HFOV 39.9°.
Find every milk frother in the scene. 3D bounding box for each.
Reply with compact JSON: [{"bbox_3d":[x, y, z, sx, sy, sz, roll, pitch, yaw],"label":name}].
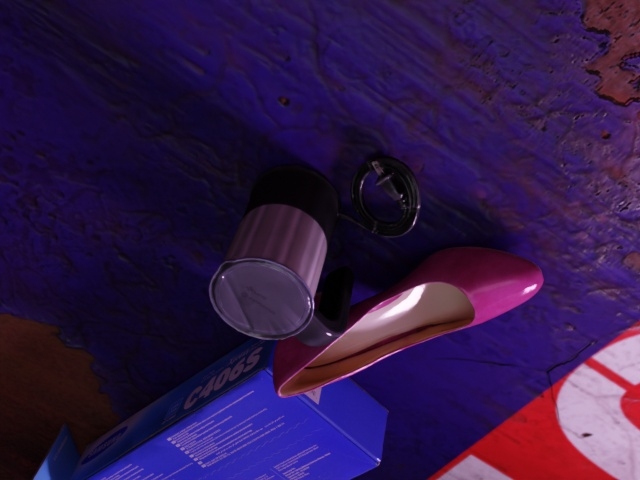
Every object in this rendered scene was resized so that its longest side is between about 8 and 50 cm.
[{"bbox_3d":[0.000,0.000,0.718,0.129,0.135,0.143,32,127,-12],"label":"milk frother"}]

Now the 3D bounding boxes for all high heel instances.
[{"bbox_3d":[0.072,0.077,0.770,0.244,0.117,0.082,-9,124,19],"label":"high heel"}]

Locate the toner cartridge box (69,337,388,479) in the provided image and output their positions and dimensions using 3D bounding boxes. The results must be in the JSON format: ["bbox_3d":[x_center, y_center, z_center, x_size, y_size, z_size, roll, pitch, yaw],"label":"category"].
[{"bbox_3d":[-0.109,0.232,0.958,0.348,0.075,0.165,-34,112,32],"label":"toner cartridge box"}]

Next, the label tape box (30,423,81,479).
[{"bbox_3d":[-0.337,0.417,1.048,0.106,0.240,0.334,-3,125,17],"label":"label tape box"}]
